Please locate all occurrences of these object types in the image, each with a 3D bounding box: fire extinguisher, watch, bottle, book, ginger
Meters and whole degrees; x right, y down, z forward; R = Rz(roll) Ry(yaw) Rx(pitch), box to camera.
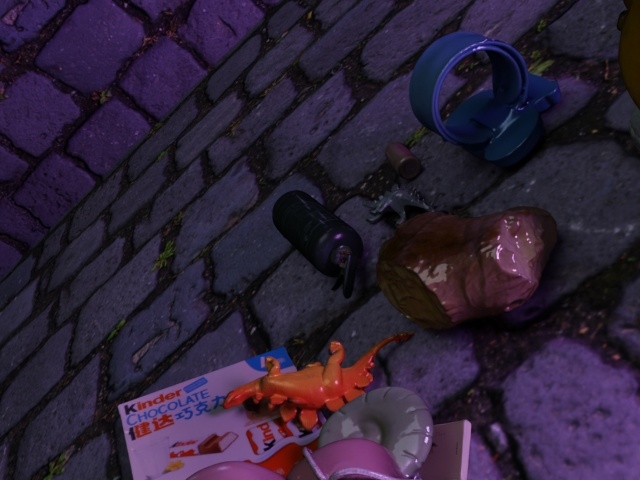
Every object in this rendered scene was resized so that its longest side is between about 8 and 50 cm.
[{"bbox_3d":[0.000,0.000,1.266,0.311,0.095,0.114,38,109,62],"label":"fire extinguisher"},{"bbox_3d":[0.248,-0.236,1.113,0.211,0.193,0.211,-33,35,27],"label":"watch"},{"bbox_3d":[0.148,-0.149,1.292,0.045,0.045,0.096,-43,29,9],"label":"bottle"},{"bbox_3d":[0.130,0.262,0.857,0.111,0.014,0.077,-22,38,37],"label":"book"},{"bbox_3d":[0.197,0.020,0.951,0.221,0.130,0.275,-40,27,-7],"label":"ginger"}]

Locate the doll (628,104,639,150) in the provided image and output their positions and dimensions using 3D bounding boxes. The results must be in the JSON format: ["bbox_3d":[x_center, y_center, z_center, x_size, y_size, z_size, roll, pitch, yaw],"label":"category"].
[{"bbox_3d":[0.442,-0.154,0.885,0.103,0.071,0.214,0,41,23],"label":"doll"}]

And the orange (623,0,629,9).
[{"bbox_3d":[0.510,-0.388,1.016,0.156,0.124,0.156,-31,37,27],"label":"orange"}]

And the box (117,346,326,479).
[{"bbox_3d":[-0.132,0.278,0.995,0.273,0.048,0.265,-19,31,-15],"label":"box"}]

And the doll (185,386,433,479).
[{"bbox_3d":[0.016,0.296,0.769,0.268,0.216,0.284,-32,35,12],"label":"doll"}]

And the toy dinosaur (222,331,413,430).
[{"bbox_3d":[0.004,0.202,0.982,0.288,0.070,0.117,-14,41,-3],"label":"toy dinosaur"}]

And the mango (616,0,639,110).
[{"bbox_3d":[0.495,-0.171,0.681,0.301,0.220,0.445,-41,50,3],"label":"mango"}]

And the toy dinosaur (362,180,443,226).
[{"bbox_3d":[0.139,-0.064,1.209,0.082,0.039,0.209,-54,30,-14],"label":"toy dinosaur"}]
